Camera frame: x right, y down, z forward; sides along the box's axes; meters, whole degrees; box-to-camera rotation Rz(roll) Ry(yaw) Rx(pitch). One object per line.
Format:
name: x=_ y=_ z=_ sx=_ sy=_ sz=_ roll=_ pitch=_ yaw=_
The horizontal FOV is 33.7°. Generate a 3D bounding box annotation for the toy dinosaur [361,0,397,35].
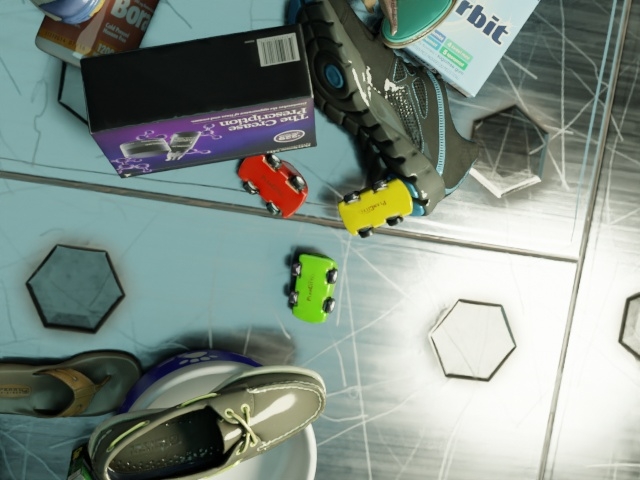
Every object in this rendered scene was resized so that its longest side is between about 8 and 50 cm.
toy dinosaur: x=0.106 y=-0.398 z=1.315 sx=0.200 sy=0.295 sz=0.127 roll=-27 pitch=128 yaw=31

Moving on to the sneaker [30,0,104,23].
sneaker: x=-0.360 y=-0.375 z=1.232 sx=0.112 sy=0.131 sz=0.296 roll=-40 pitch=71 yaw=12

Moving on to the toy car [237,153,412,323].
toy car: x=0.000 y=0.000 z=1.418 sx=0.239 sy=0.053 sz=0.224 roll=13 pitch=110 yaw=14

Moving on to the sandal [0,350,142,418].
sandal: x=-0.345 y=0.194 z=1.393 sx=0.220 sy=0.060 sz=0.089 roll=2 pitch=97 yaw=-16

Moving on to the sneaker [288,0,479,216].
sneaker: x=0.080 y=-0.201 z=1.405 sx=0.140 sy=0.125 sz=0.340 roll=-38 pitch=104 yaw=-25

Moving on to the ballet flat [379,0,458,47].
ballet flat: x=0.157 y=-0.322 z=1.366 sx=0.072 sy=0.068 sz=0.213 roll=34 pitch=84 yaw=20

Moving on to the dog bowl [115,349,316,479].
dog bowl: x=-0.144 y=0.282 z=1.403 sx=0.265 sy=0.104 sz=0.264 roll=-2 pitch=99 yaw=-15

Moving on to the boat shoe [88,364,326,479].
boat shoe: x=-0.129 y=0.235 z=1.297 sx=0.305 sy=0.091 sz=0.109 roll=-15 pitch=102 yaw=-13

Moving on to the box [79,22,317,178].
box: x=-0.141 y=-0.166 z=1.299 sx=0.261 sy=0.184 sz=0.103 roll=-10 pitch=79 yaw=-1

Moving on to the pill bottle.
pill bottle: x=-0.260 y=-0.315 z=1.316 sx=0.121 sy=0.121 sz=0.216 roll=23 pitch=93 yaw=-11

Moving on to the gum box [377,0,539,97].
gum box: x=0.194 y=-0.313 z=1.432 sx=0.157 sy=0.041 sz=0.184 roll=35 pitch=89 yaw=-11

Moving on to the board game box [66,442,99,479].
board game box: x=-0.250 y=0.395 z=1.398 sx=0.030 sy=0.136 sz=0.259 roll=-33 pitch=102 yaw=-3
